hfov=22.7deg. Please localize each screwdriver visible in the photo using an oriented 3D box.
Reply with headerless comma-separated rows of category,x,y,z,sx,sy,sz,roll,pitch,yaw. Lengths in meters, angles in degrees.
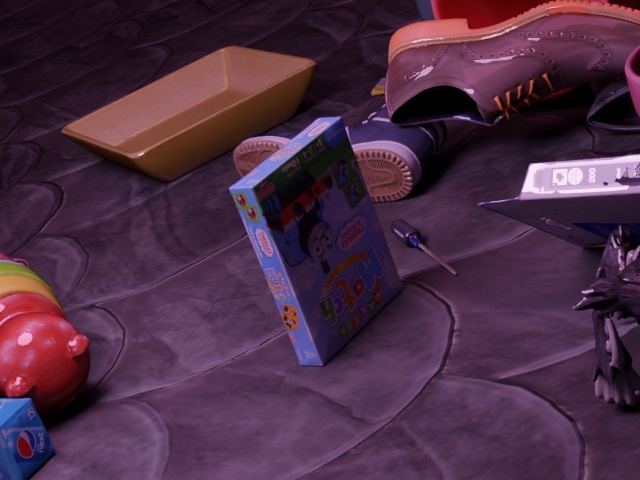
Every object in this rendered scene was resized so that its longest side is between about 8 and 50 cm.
screwdriver,0.117,0.012,1.809,0.025,0.024,0.170,-50,28,7

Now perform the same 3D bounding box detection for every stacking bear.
stacking bear,-0.356,0.112,1.827,0.175,0.164,0.289,-30,28,-22

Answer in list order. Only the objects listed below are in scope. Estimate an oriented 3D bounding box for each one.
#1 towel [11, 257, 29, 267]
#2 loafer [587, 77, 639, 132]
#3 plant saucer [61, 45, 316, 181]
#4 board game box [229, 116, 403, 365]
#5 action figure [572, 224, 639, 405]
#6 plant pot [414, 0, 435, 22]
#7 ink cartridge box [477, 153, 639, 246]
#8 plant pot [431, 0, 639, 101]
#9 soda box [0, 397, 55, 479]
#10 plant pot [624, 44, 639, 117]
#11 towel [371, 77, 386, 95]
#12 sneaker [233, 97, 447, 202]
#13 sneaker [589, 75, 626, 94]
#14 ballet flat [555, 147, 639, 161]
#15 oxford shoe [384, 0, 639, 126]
towel,-0.592,0.077,2.278,0.237,0.037,0.329,-35,25,-33
loafer,0.413,-0.161,1.872,0.223,0.076,0.078,-4,27,49
plant saucer,-0.200,-0.192,2.499,0.332,0.081,0.333,-29,22,-20
board game box,0.000,0.000,1.673,0.039,0.212,0.160,0,30,41
action figure,0.302,0.059,1.362,0.164,0.141,0.276,-14,9,11
plant pot,0.238,-0.356,2.385,0.165,0.165,0.234,-26,17,-13
ink cartridge box,0.295,-0.036,1.553,0.208,0.045,0.206,-4,-15,39
plant pot,0.319,-0.354,2.135,0.275,0.275,0.243,-2,23,39
soda box,-0.389,0.216,1.708,0.210,0.071,0.067,-5,26,35
plant pot,0.427,-0.124,1.618,0.201,0.180,0.201,-18,22,8
towel,0.120,-0.239,2.411,0.083,0.009,0.060,-9,24,30
sneaker,0.032,-0.122,2.086,0.282,0.099,0.153,4,36,34
sneaker,0.407,-0.229,2.077,0.067,0.042,0.118,-2,36,48
ballet flat,0.331,-0.074,1.793,0.173,0.049,0.057,-4,72,38
oxford shoe,0.251,-0.200,1.950,0.363,0.130,0.133,-6,56,27
